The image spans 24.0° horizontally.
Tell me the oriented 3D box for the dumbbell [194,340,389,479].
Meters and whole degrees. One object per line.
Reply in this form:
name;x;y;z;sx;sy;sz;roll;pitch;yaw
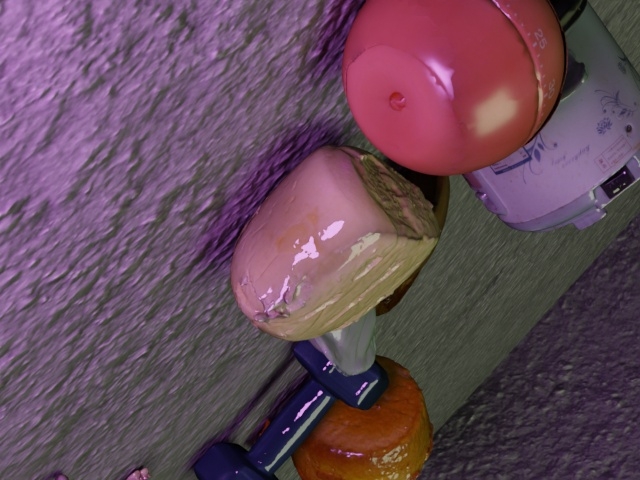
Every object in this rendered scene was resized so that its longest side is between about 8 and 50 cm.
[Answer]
dumbbell;-0.044;0.285;2.316;0.325;0.144;0.160;-49;162;2

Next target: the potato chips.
potato chips;0.133;-0.020;2.077;0.195;0.062;0.208;-56;-167;25

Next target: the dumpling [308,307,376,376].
dumpling;0.013;0.112;2.106;0.219;0.108;0.153;15;79;-54

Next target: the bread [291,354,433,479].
bread;0.067;0.308;2.476;0.268;0.268;0.146;-39;145;-31

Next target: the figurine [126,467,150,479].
figurine;-0.207;0.446;2.083;0.155;0.235;0.127;-51;164;5

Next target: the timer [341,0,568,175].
timer;0.143;-0.186;1.601;0.215;0.229;0.230;-33;157;-38

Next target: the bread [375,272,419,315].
bread;0.117;0.036;2.329;0.193;0.064;0.193;-51;166;-18

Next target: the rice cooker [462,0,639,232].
rice cooker;0.260;-0.174;1.843;0.264;0.317;0.316;-38;164;2

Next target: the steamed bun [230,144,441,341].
steamed bun;0.000;0.000;1.774;0.232;0.166;0.273;-42;161;21

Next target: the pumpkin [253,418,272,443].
pumpkin;-0.088;0.328;2.494;0.073;0.035;0.101;-63;164;-7

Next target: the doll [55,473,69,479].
doll;-0.325;0.412;1.893;0.278;0.119;0.154;93;5;-52
